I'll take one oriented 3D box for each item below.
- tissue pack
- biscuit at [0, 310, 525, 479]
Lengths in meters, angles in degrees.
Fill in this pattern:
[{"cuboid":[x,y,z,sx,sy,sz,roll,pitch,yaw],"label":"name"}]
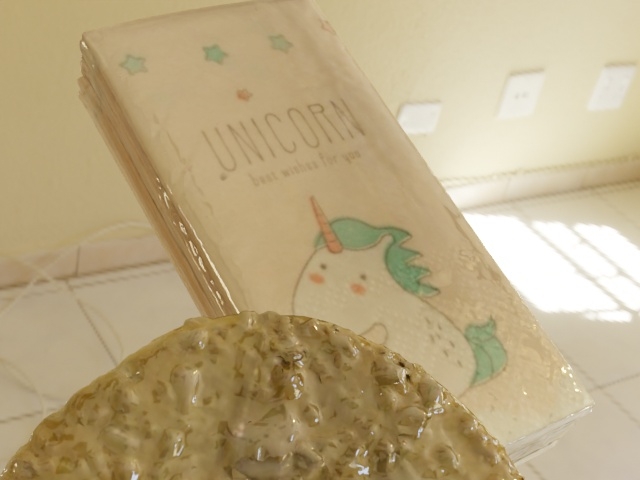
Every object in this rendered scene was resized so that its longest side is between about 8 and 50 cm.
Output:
[{"cuboid":[0.000,0.000,0.612,0.170,0.071,0.325,-20,66,-29],"label":"tissue pack"},{"cuboid":[-0.015,0.132,0.366,0.220,0.033,0.219,4,75,-15],"label":"biscuit"}]
